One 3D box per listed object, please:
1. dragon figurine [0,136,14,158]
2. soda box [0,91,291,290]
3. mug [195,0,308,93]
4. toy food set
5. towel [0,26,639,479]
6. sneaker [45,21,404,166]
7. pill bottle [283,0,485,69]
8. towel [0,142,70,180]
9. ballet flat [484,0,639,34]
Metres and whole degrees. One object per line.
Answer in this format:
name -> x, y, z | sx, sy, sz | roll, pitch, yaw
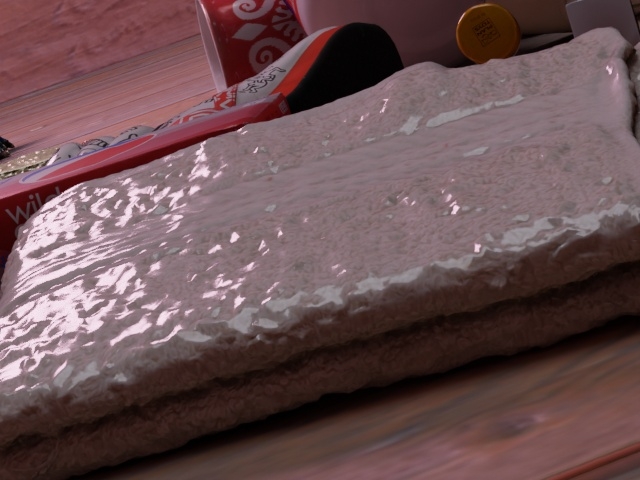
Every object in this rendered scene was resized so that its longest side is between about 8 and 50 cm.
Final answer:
dragon figurine -> -0.411, -0.156, 2.094 | 0.085, 0.144, 0.289 | -19, 10, -4
soda box -> -0.132, 0.014, 0.840 | 0.263, 0.083, 0.092 | -16, 10, 11
mug -> -0.015, -0.181, 1.611 | 0.169, 0.113, 0.150 | -16, 11, -6
toy food set -> 0.201, -0.178, 1.209 | 0.232, 0.111, 0.104 | -18, -2, 12
towel -> 0.000, 0.000, 0.672 | 0.282, 0.049, 0.187 | -17, 23, 11
sneaker -> -0.051, -0.049, 1.011 | 0.145, 0.090, 0.270 | -11, 15, 25
pill bottle -> 0.022, -0.273, 1.481 | 0.181, 0.181, 0.323 | -21, 41, -10
towel -> -0.281, -0.055, 1.650 | 0.148, 0.027, 0.110 | -21, 9, -11
ballet flat -> 0.240, -0.207, 1.390 | 0.248, 0.086, 0.086 | -23, 11, -25
